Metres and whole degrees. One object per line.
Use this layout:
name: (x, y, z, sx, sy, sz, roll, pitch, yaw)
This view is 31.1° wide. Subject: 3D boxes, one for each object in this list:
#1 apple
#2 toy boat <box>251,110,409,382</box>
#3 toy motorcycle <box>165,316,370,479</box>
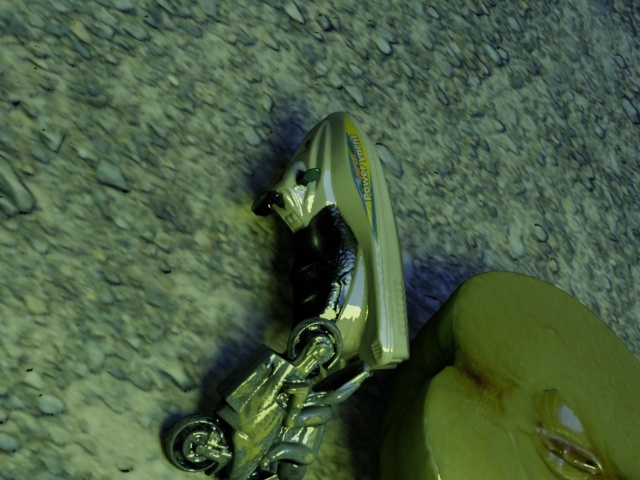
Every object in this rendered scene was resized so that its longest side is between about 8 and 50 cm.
apple: (0.217, 0.211, 1.141, 0.360, 0.320, 0.312, 37, 89, -19)
toy boat: (0.006, 0.005, 1.137, 0.140, 0.141, 0.269, -7, 77, -44)
toy motorcycle: (-0.039, 0.162, 1.039, 0.193, 0.061, 0.124, -38, 112, -11)
